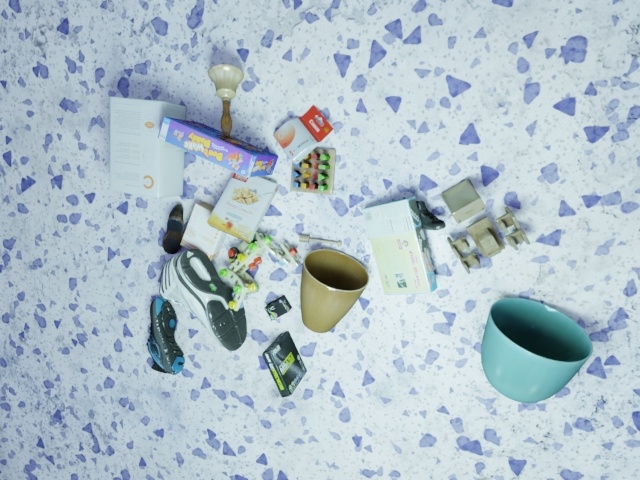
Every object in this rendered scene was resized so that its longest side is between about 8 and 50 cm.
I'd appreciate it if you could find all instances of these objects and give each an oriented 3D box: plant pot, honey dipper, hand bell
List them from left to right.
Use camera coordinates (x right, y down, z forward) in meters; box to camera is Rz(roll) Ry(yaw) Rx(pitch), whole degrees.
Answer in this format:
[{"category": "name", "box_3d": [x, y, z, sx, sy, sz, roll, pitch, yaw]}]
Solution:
[{"category": "hand bell", "box_3d": [-0.328, -0.471, 1.454, 0.126, 0.126, 0.242, -7, 78, 16]}, {"category": "honey dipper", "box_3d": [0.000, 0.000, 1.547, 0.160, 0.030, 0.030, 6, 102, 12]}, {"category": "plant pot", "box_3d": [0.022, 0.202, 1.492, 0.237, 0.237, 0.254, 23, 119, 10]}, {"category": "plant pot", "box_3d": [0.648, 0.362, 1.314, 0.293, 0.293, 0.235, 14, 119, 12]}]

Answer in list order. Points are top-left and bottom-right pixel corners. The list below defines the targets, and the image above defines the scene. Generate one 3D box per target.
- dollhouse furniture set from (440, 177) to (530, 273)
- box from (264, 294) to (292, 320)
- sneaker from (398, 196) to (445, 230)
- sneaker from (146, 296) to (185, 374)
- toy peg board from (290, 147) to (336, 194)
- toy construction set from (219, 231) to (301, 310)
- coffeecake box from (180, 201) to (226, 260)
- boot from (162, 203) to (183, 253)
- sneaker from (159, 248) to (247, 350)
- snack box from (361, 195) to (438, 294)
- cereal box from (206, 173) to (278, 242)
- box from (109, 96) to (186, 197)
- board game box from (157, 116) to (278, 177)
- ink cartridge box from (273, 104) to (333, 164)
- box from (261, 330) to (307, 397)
[{"category": "dollhouse furniture set", "box_3d": [0.511, -0.056, 1.363, 0.212, 0.161, 0.242, -31, 113, 19]}, {"category": "box", "box_3d": [-0.165, 0.263, 1.629, 0.083, 0.052, 0.062, -29, 93, 18]}, {"category": "sneaker", "box_3d": [0.339, -0.092, 1.394, 0.170, 0.051, 0.089, 19, 129, 50]}, {"category": "sneaker", "box_3d": [-0.684, 0.408, 1.763, 0.139, 0.125, 0.341, -4, 97, 21]}, {"category": "toy peg board", "box_3d": [-0.035, -0.247, 1.482, 0.160, 0.079, 0.161, 7, 102, 14]}, {"category": "toy construction set", "box_3d": [-0.243, 0.094, 1.567, 0.327, 0.151, 0.215, -34, 66, 11]}, {"category": "coffeecake box", "box_3d": [-0.448, -0.037, 1.640, 0.142, 0.068, 0.185, 28, 106, 8]}, {"category": "boot", "box_3d": [-0.584, -0.044, 1.684, 0.082, 0.106, 0.219, 14, 134, -18]}, {"category": "sneaker", "box_3d": [-0.482, 0.249, 1.689, 0.257, 0.169, 0.447, -14, 108, 41]}, {"category": "snack box", "box_3d": [0.269, 0.025, 1.426, 0.187, 0.060, 0.322, -9, 99, 43]}, {"category": "cereal box", "box_3d": [-0.284, -0.131, 1.532, 0.173, 0.047, 0.240, 22, 75, 10]}, {"category": "box", "box_3d": [-0.654, -0.350, 1.585, 0.215, 0.168, 0.345, 10, 102, 13]}, {"category": "board game box", "box_3d": [-0.352, -0.328, 1.472, 0.347, 0.233, 0.078, 25, 106, 10]}, {"category": "ink cartridge box", "box_3d": [-0.062, -0.375, 1.450, 0.179, 0.045, 0.145, -42, 63, 15]}, {"category": "box", "box_3d": [-0.133, 0.466, 1.587, 0.045, 0.190, 0.184, -21, 94, 20]}]
